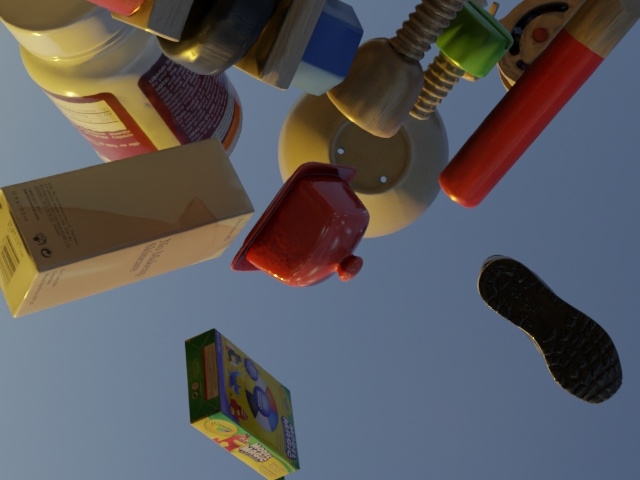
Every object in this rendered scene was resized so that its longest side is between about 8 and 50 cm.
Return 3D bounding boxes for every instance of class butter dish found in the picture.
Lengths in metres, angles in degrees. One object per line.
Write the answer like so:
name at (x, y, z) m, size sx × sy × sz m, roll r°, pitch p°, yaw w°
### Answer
butter dish at (0.000, 0.000, 1.391) m, size 0.118 × 0.160 × 0.160 m, roll 43°, pitch -72°, yaw 20°

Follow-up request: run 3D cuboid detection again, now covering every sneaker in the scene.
sneaker at (0.361, 0.126, 1.866) m, size 0.107 × 0.283 × 0.124 m, roll -42°, pitch -178°, yaw 10°

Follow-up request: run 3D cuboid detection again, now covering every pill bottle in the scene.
pill bottle at (-0.269, -0.247, 1.629) m, size 0.224 × 0.392 × 0.224 m, roll -7°, pitch -118°, yaw 14°

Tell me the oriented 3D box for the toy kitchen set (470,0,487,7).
toy kitchen set at (0.197, -0.364, 1.750) m, size 0.068 × 0.083 × 0.075 m, roll -23°, pitch -135°, yaw -1°

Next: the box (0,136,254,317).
box at (-0.258, -0.021, 1.534) m, size 0.121 × 0.311 × 0.148 m, roll 62°, pitch -34°, yaw 15°

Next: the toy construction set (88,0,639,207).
toy construction set at (0.017, -0.192, 0.490) m, size 0.237 × 0.309 × 0.257 m, roll -50°, pitch -169°, yaw 23°

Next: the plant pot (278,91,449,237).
plant pot at (0.073, -0.140, 1.902) m, size 0.284 × 0.284 × 0.191 m, roll -61°, pitch -177°, yaw 3°

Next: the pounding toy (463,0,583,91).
pounding toy at (0.381, -0.359, 2.170) m, size 0.269 × 0.155 × 0.154 m, roll -39°, pitch -112°, yaw -1°

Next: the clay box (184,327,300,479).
clay box at (-0.093, 0.222, 1.561) m, size 0.053 × 0.222 × 0.127 m, roll -25°, pitch -131°, yaw 19°
